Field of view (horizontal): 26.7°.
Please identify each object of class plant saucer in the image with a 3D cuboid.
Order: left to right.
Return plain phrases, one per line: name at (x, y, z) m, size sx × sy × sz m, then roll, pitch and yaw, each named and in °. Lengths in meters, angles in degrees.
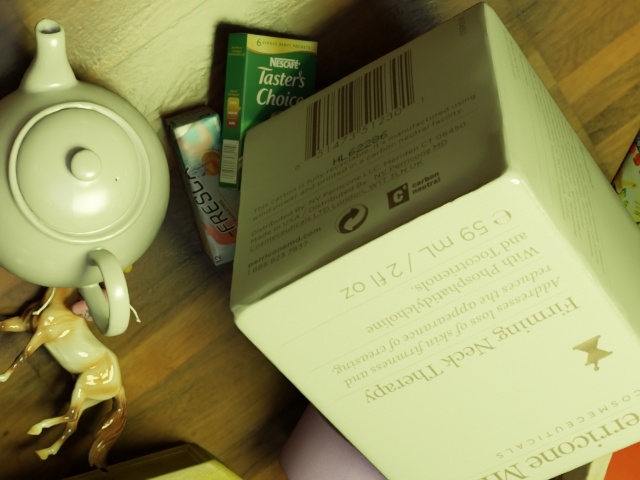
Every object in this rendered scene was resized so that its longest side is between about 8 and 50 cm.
plant saucer at (-0.240, 0.316, 1.589) m, size 0.332 × 0.333 × 0.081 m, roll -14°, pitch 89°, yaw -12°

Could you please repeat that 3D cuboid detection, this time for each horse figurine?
horse figurine at (-0.311, 0.150, 1.625) m, size 0.174 × 0.066 × 0.263 m, roll -40°, pitch 106°, yaw -25°

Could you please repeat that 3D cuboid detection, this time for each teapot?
teapot at (-0.271, -0.063, 1.482) m, size 0.256 × 0.187 × 0.252 m, roll 34°, pitch 75°, yaw -16°

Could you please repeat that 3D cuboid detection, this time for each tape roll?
tape roll at (0.086, 0.303, 1.687) m, size 0.274 × 0.275 × 0.090 m, roll 27°, pitch 97°, yaw -22°

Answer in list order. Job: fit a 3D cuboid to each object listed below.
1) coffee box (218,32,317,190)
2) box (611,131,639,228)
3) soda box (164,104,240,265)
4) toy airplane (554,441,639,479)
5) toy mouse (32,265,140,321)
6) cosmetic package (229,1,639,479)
coffee box at (-0.061, -0.150, 1.592) m, size 0.113 × 0.040 × 0.184 m, roll 1°, pitch 96°, yaw -42°
box at (0.537, -0.004, 1.781) m, size 0.290 × 0.177 × 0.279 m, roll 22°, pitch 100°, yaw -21°
soda box at (-0.132, -0.066, 1.623) m, size 0.058 × 0.063 × 0.183 m, roll -21°, pitch 111°, yaw -12°
toy airplane at (0.322, 0.293, 1.722) m, size 0.272 × 0.384 × 0.386 m, roll 21°, pitch 95°, yaw 12°
toy mouse at (-0.278, 0.046, 1.593) m, size 0.143 × 0.031 × 0.161 m, roll -34°, pitch 104°, yaw -26°
cosmetic package at (0.150, 0.030, 1.473) m, size 0.329 × 0.327 × 0.394 m, roll -28°, pitch 124°, yaw 21°
